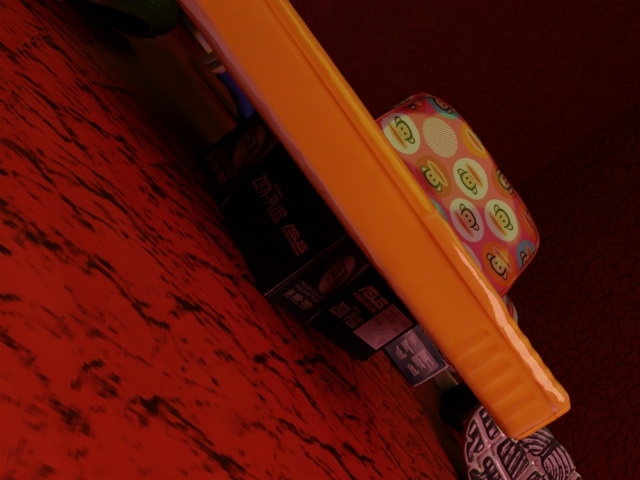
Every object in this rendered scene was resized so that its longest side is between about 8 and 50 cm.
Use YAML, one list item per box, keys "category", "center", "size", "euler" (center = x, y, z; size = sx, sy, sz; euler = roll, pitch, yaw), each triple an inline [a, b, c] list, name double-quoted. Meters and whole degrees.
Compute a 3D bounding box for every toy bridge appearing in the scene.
- category: "toy bridge"
  center: [0.187, 0.207, 0.981]
  size: [0.188, 0.026, 0.063]
  euler: [48, 8, -43]

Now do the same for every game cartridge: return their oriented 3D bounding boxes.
- category: "game cartridge"
  center: [0.039, -0.041, 0.445]
  size: [0.323, 0.053, 0.285]
  euler: [52, 8, -2]

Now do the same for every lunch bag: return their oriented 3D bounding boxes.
- category: "lunch bag"
  center: [0.150, -0.041, 0.846]
  size: [0.293, 0.120, 0.258]
  euler: [54, 45, -1]

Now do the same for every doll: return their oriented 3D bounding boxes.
- category: "doll"
  center: [-0.087, -0.163, 0.838]
  size: [0.189, 0.046, 0.129]
  euler: [57, -5, -38]

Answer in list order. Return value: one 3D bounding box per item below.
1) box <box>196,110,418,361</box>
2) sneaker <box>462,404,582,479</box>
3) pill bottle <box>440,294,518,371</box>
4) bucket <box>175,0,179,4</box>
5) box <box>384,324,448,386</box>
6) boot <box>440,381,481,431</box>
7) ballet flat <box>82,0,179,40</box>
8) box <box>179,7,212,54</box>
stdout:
- category: "box"
  center: [0.000, 0.000, 0.516]
  size: [0.180, 0.078, 0.147]
  euler: [44, 12, -54]
- category: "sneaker"
  center: [0.226, 0.293, 0.661]
  size: [0.279, 0.107, 0.118]
  euler: [57, -12, -1]
- category: "pill bottle"
  center: [0.181, 0.055, 1.045]
  size: [0.318, 0.176, 0.176]
  euler: [52, 8, -24]
- category: "bucket"
  center: [-0.137, -0.446, 0.898]
  size: [0.183, 0.281, 0.281]
  euler: [38, 12, -17]
- category: "box"
  center: [0.060, 0.051, 0.775]
  size: [0.220, 0.051, 0.175]
  euler: [53, 7, -13]
- category: "boot"
  center: [0.225, 0.258, 0.830]
  size: [0.137, 0.077, 0.198]
  euler: [61, 9, 11]
- category: "ballet flat"
  center: [-0.156, -0.172, 0.431]
  size: [0.084, 0.058, 0.250]
  euler: [18, 6, -5]
- category: "box"
  center: [-0.206, -0.401, 1.137]
  size: [0.087, 0.058, 0.232]
  euler: [50, 7, -28]
